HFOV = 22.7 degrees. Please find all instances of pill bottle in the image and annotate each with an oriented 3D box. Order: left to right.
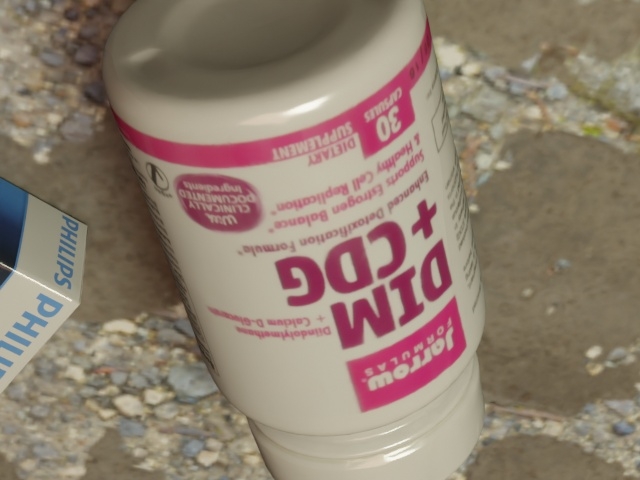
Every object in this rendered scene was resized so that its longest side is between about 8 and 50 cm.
[{"bbox_3d":[0.000,0.000,0.843,0.160,0.160,0.283,-12,128,6],"label":"pill bottle"}]

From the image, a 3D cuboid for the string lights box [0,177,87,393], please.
[{"bbox_3d":[-0.273,-0.006,0.878,0.259,0.077,0.133,30,119,-24],"label":"string lights box"}]
